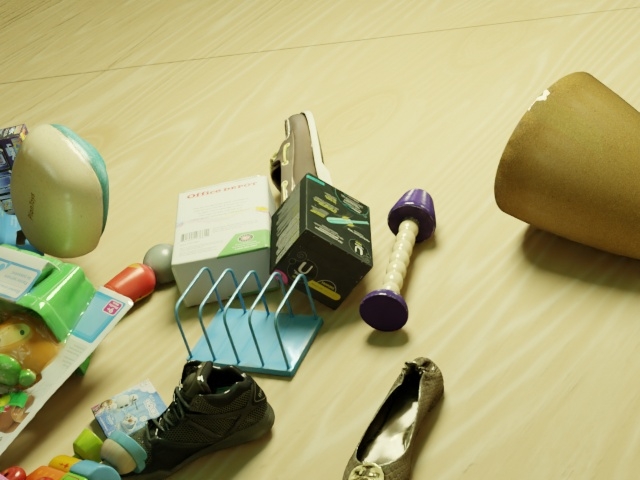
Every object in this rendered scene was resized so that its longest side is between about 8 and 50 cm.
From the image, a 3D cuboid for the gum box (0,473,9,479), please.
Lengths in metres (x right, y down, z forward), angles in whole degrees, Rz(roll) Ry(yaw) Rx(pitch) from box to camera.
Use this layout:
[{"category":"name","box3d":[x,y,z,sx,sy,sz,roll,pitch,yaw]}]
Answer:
[{"category":"gum box","box3d":[-0.352,0.339,1.232,0.107,0.188,0.062,18,47,39]}]

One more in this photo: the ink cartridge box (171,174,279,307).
[{"category":"ink cartridge box","box3d":[-0.148,-0.003,1.733,0.154,0.093,0.212,-12,36,4]}]

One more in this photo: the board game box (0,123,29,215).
[{"category":"board game box","box3d":[-0.581,-0.118,1.992,0.141,0.170,0.048,-12,33,3]}]

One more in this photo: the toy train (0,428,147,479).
[{"category":"toy train","box3d":[-0.325,0.292,1.355,0.248,0.105,0.143,-2,37,52]}]

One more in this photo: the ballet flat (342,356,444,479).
[{"category":"ballet flat","box3d":[0.090,0.231,1.337,0.084,0.058,0.250,6,39,29]}]

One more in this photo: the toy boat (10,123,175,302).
[{"category":"toy boat","box3d":[-0.365,-0.032,1.753,0.318,0.267,0.148,47,54,10]}]

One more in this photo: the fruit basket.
[{"category":"fruit basket","box3d":[-0.493,0.163,1.566,0.327,0.165,0.353,14,47,36]}]

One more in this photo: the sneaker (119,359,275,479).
[{"category":"sneaker","box3d":[-0.183,0.225,1.388,0.228,0.130,0.087,-22,35,0]}]

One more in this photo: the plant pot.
[{"category":"plant pot","box3d":[0.420,-0.080,1.538,0.237,0.237,0.254,-35,53,-27]}]

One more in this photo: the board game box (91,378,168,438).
[{"category":"board game box","box3d":[-0.258,0.239,1.492,0.090,0.020,0.090,-26,35,-18]}]

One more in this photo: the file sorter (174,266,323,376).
[{"category":"file sorter","box3d":[-0.104,0.108,1.546,0.170,0.104,0.118,3,37,25]}]

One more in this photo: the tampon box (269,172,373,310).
[{"category":"tampon box","box3d":[0.000,0.000,1.621,0.101,0.120,0.161,-50,21,28]}]

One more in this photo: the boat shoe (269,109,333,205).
[{"category":"boat shoe","box3d":[-0.037,-0.115,1.836,0.097,0.116,0.324,-12,40,-1]}]

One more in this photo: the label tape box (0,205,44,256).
[{"category":"label tape box","box3d":[-0.645,-0.041,1.853,0.334,0.105,0.240,-4,22,-13]}]

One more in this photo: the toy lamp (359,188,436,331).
[{"category":"toy lamp","box3d":[0.123,0.019,1.615,0.080,0.080,0.274,-2,39,18]}]
